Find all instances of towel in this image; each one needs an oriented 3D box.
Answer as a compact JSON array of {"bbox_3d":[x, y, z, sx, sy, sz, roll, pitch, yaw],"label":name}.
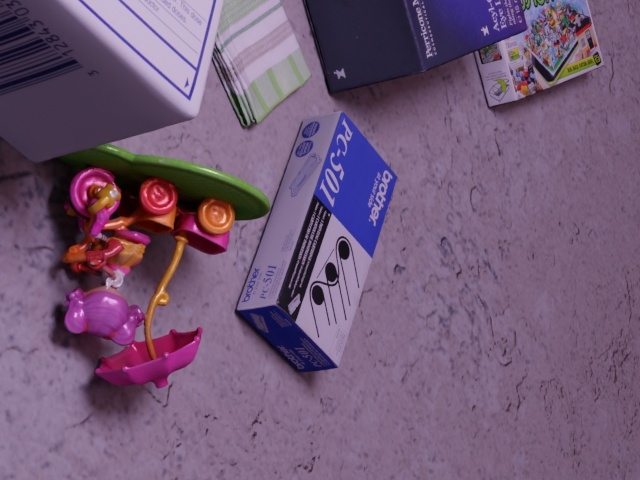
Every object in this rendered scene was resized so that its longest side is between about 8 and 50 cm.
[{"bbox_3d":[-0.060,-0.186,1.504,0.113,0.023,0.152,-44,117,-47],"label":"towel"}]

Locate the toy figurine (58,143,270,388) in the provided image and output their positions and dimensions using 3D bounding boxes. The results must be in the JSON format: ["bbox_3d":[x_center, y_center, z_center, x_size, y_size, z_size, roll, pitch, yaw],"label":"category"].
[{"bbox_3d":[-0.136,0.026,1.299,0.173,0.130,0.159,20,74,-25],"label":"toy figurine"}]

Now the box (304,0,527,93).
[{"bbox_3d":[0.083,-0.236,1.633,0.207,0.108,0.153,-29,105,-52],"label":"box"}]

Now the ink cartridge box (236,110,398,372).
[{"bbox_3d":[0.000,0.000,1.518,0.097,0.046,0.207,48,47,-37],"label":"ink cartridge box"}]

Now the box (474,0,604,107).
[{"bbox_3d":[0.227,-0.217,1.875,0.207,0.036,0.114,-25,101,-52],"label":"box"}]

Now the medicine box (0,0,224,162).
[{"bbox_3d":[-0.189,-0.248,1.180,0.263,0.149,0.289,42,46,-41],"label":"medicine box"}]
